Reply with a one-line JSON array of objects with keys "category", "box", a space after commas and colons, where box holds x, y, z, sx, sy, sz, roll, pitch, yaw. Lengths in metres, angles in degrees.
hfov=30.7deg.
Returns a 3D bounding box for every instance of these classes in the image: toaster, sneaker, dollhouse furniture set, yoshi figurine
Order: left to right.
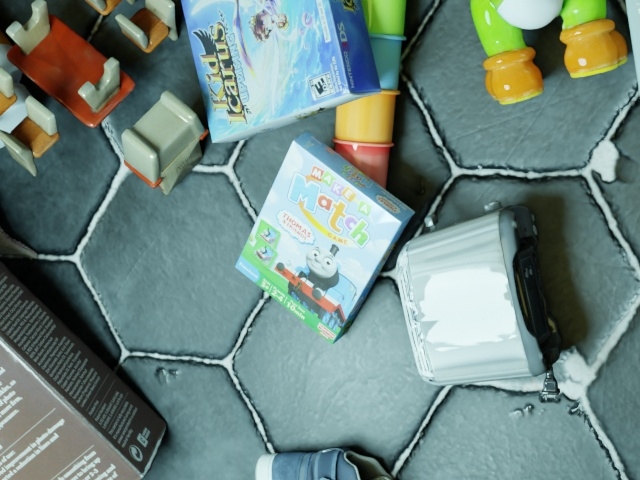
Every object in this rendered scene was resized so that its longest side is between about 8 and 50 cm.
[{"category": "dollhouse furniture set", "box": [-0.268, -0.178, 1.435, 0.259, 0.135, 0.262, 40, 76, 9]}, {"category": "sneaker", "box": [0.019, 0.361, 1.416, 0.163, 0.086, 0.226, -13, 89, 23]}, {"category": "toaster", "box": [0.180, 0.075, 1.317, 0.146, 0.129, 0.227, -12, 92, 24]}, {"category": "yoshi figurine", "box": [0.210, -0.346, 1.275, 0.203, 0.203, 0.362, 2, 115, 62]}]

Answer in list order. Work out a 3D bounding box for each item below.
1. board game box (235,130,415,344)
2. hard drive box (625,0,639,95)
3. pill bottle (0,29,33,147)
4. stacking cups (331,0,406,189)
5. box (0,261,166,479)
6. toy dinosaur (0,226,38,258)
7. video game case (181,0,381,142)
[{"category": "board game box", "box": [0.000, 0.000, 1.379, 0.160, 0.039, 0.211, 38, 129, 14]}, {"category": "hard drive box", "box": [0.374, -0.188, 1.196, 0.089, 0.181, 0.232, -9, 90, 21]}, {"category": "pill bottle", "box": [-0.477, -0.241, 1.522, 0.136, 0.136, 0.245, -40, 81, 18]}, {"category": "stacking cups", "box": [0.056, -0.207, 1.352, 0.096, 0.096, 0.316, 6, 96, 19]}, {"category": "box", "box": [-0.400, 0.186, 1.466, 0.191, 0.143, 0.381, -39, 103, 18]}, {"category": "toy dinosaur", "box": [-0.525, -0.052, 1.567, 0.296, 0.127, 0.200, 11, 91, 13]}, {"category": "video game case", "box": [-0.062, -0.271, 1.358, 0.244, 0.061, 0.269, -13, 89, 47]}]
